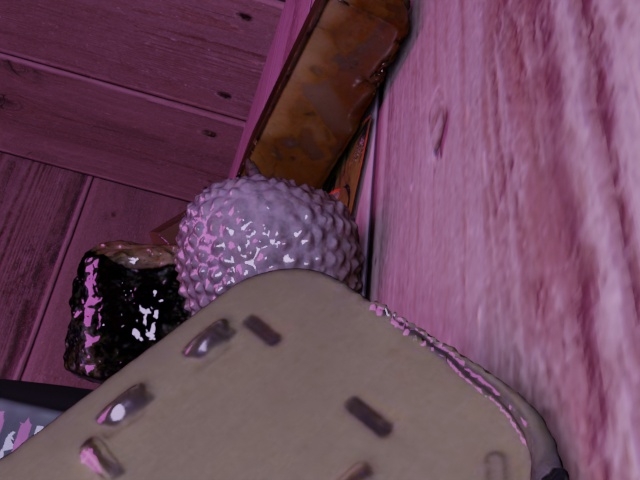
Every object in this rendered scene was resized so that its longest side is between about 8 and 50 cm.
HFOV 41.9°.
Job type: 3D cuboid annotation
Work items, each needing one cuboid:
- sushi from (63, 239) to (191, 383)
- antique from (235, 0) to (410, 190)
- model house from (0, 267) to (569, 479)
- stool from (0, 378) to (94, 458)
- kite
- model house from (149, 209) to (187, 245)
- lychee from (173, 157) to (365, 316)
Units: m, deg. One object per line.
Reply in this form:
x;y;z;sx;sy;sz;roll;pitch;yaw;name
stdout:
-0.166;0.102;0.998;0.350;0.211;0.170;42;-122;-70;sushi
0.001;-0.156;0.880;0.310;0.093;0.087;124;165;-52;antique
-0.006;0.191;0.418;0.205;0.218;0.278;34;153;40;model house
-0.163;0.275;0.558;0.297;0.297;0.330;150;131;-76;stool
0.002;0.001;0.922;0.377;0.013;0.327;-89;17;-56;kite
-0.141;0.021;1.394;0.248;0.181;0.176;3;120;54;model house
-0.044;0.011;0.718;0.165;0.165;0.197;125;149;-63;lychee
